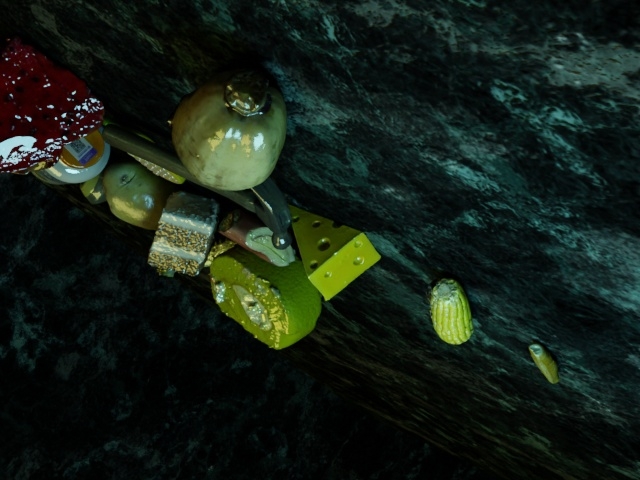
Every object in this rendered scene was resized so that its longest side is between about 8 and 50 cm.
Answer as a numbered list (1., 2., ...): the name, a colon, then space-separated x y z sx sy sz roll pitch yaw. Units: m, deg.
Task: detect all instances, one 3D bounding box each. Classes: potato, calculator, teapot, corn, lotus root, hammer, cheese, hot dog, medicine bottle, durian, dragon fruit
1. potato: -0.415 -0.106 1.909 0.200 0.137 0.154 36 -166 -11
2. calculator: -0.371 -0.189 1.724 0.146 0.032 0.235 22 164 38
3. teapot: -0.524 -0.154 2.043 0.119 0.130 0.165 23 -155 -27
4. corn: 0.220 0.120 1.398 0.072 0.072 0.203 27 164 24
5. lotus root: -0.123 -0.146 1.096 0.155 0.140 0.257 27 161 -5
6. hammer: -0.238 -0.123 1.519 0.440 0.044 0.168 25 147 27
7. cheese: 0.000 0.000 1.485 0.171 0.126 0.093 48 178 42
8. hot dog: 0.391 0.214 1.423 0.044 0.028 0.137 56 -178 42
9. medicine bottle: -0.561 -0.203 1.830 0.157 0.157 0.289 39 165 -24
10. durian: -0.298 -0.005 2.006 0.238 0.137 0.193 -15 170 8
11. dragon fruit: -0.622 -0.208 1.628 0.228 0.329 0.286 35 167 -34

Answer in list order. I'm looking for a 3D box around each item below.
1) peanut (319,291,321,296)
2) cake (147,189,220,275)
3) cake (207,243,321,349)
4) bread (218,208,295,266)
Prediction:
1. peanut: -0.064 0.149 2.028 0.274 0.111 0.125 153 101 -77
2. cake: -0.298 -0.020 1.813 0.135 0.147 0.135 12 -150 -2
3. cake: -0.121 0.109 1.825 0.261 0.156 0.179 31 137 28
4. bread: -0.145 -0.015 1.744 0.192 0.067 0.119 30 174 16
